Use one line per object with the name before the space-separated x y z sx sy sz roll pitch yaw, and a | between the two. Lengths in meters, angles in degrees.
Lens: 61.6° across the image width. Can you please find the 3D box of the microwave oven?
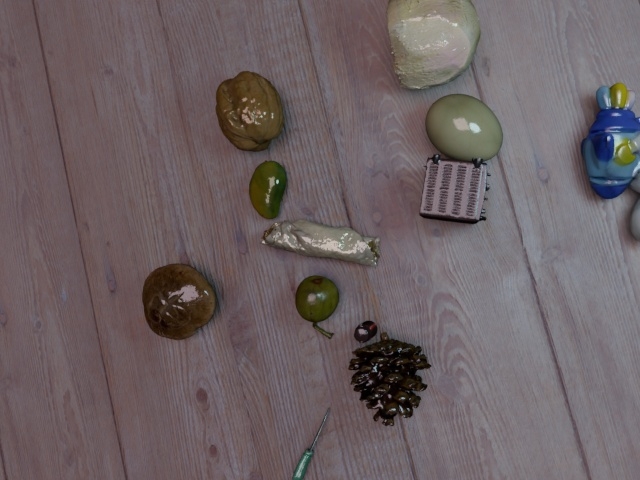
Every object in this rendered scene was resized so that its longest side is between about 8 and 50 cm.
microwave oven | 0.395 -0.143 1.570 0.188 0.247 0.178 5 92 15

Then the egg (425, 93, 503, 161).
egg | 0.427 -0.331 1.597 0.241 0.186 0.186 34 95 11

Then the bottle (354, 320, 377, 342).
bottle | 0.137 0.279 1.648 0.060 0.164 0.060 -1 87 14

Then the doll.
doll | 0.875 -0.240 1.507 0.365 0.187 0.376 34 72 4

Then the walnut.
walnut | -0.234 -0.421 1.742 0.224 0.257 0.257 -38 78 41

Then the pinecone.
pinecone | 0.212 0.407 1.602 0.243 0.243 0.257 -21 97 11

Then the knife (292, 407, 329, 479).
knife | -0.029 0.659 1.723 0.034 0.063 0.260 24 93 8

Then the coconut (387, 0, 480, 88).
coconut | 0.336 -0.609 1.577 0.254 0.297 0.297 -3 87 15

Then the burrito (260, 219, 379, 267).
burrito | 0.000 0.000 1.742 0.391 0.076 0.117 10 83 11

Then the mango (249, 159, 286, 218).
mango | -0.180 -0.172 1.784 0.122 0.085 0.191 16 90 10

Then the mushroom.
mushroom | -0.482 0.209 1.808 0.278 0.146 0.278 1 95 16

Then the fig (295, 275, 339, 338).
fig | -0.012 0.201 1.721 0.147 0.186 0.142 9 45 -6
